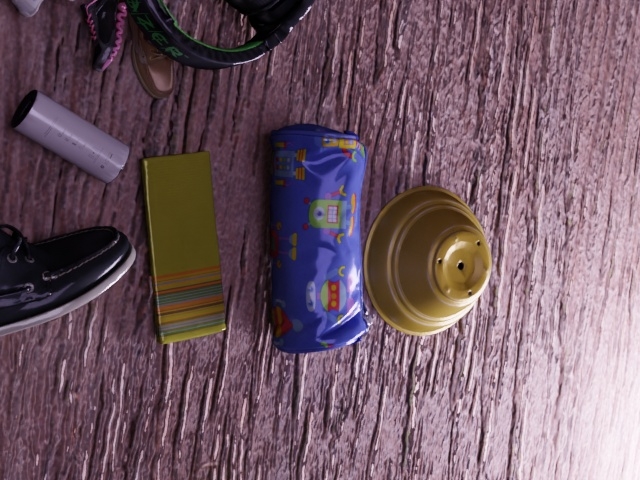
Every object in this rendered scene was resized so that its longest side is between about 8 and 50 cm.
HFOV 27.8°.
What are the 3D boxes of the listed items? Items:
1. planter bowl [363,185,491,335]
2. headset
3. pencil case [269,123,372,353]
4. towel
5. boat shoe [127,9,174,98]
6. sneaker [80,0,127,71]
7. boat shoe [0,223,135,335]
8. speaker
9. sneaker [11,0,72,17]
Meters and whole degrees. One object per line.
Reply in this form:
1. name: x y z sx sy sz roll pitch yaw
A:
1. planter bowl: 0.174 0.033 1.823 0.217 0.090 0.217 -3 96 -32
2. headset: -0.071 -0.380 1.579 0.394 0.185 0.243 -49 117 -32
3. pencil case: 0.000 0.000 1.692 0.133 0.119 0.306 -2 96 -8
4. towel: -0.175 0.008 1.646 0.102 0.021 0.237 -10 98 -37
5. boat shoe: -0.205 -0.241 1.589 0.050 0.045 0.135 -21 105 -29
6. sneaker: -0.265 -0.262 1.555 0.057 0.047 0.119 16 78 -25
7. boat shoe: -0.374 0.038 1.460 0.340 0.127 0.113 -22 117 -19
8. speaker: -0.297 -0.123 1.535 0.136 0.055 0.055 32 77 -30
9. sneaker: -0.294 -0.330 1.522 0.191 0.071 0.083 -38 124 -19
